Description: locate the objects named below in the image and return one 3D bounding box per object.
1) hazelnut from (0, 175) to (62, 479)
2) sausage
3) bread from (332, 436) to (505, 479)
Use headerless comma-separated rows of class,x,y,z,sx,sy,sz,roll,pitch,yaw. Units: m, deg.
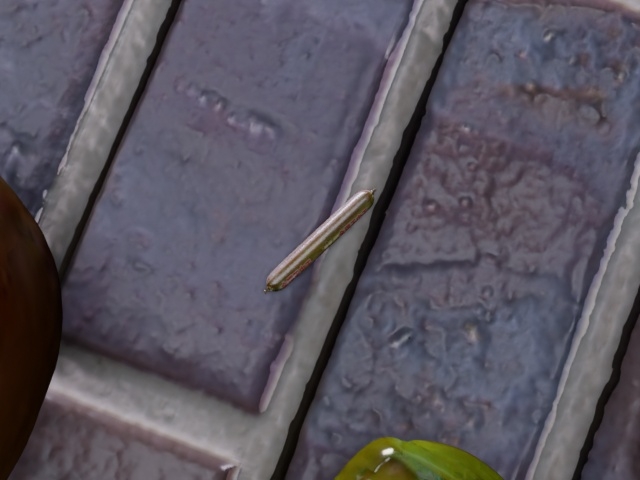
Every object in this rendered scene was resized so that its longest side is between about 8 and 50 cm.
hazelnut,-0.317,0.051,0.487,0.372,0.315,0.372,10,54,-14
sausage,0.000,0.000,0.649,0.100,0.015,0.015,-43,88,-8
bread,-0.011,0.289,0.567,0.166,0.112,0.383,39,84,4
